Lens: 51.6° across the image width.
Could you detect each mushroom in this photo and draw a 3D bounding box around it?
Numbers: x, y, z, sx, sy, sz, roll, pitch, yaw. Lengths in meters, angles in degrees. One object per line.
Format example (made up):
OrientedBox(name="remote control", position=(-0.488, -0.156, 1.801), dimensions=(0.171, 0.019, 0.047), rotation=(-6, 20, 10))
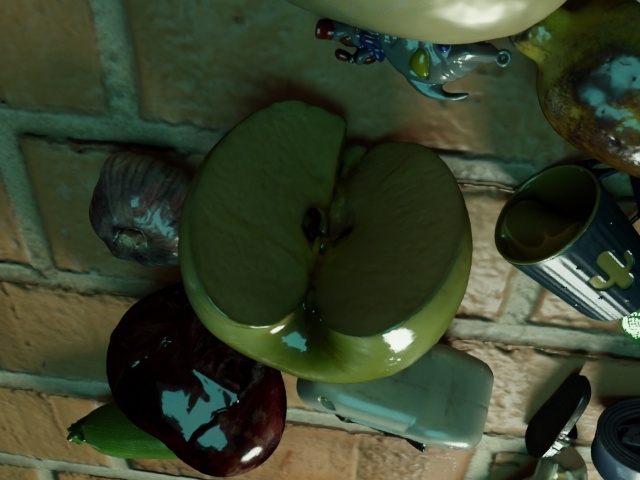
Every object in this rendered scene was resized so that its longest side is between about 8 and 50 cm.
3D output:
OrientedBox(name="mushroom", position=(0.343, 0.473, 1.159), dimensions=(0.123, 0.095, 0.351), rotation=(35, 126, 2))

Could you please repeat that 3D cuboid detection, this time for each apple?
OrientedBox(name="apple", position=(0.004, 0.013, 0.714), dimensions=(0.295, 0.257, 0.233), rotation=(12, 145, 1))

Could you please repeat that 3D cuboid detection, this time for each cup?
OrientedBox(name="cup", position=(0.312, -0.005, 0.755), dimensions=(0.155, 0.131, 0.176), rotation=(38, 100, -27))

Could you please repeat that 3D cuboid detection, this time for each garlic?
OrientedBox(name="garlic", position=(-0.213, -0.029, 0.816), dimensions=(0.147, 0.102, 0.159), rotation=(-1, 130, 8))

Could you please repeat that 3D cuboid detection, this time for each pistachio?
OrientedBox(name="pistachio", position=(0.074, -0.257, 0.527), dimensions=(0.299, 0.187, 0.187), rotation=(5, 130, 0))

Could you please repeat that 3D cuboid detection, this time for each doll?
OrientedBox(name="doll", position=(0.092, -0.202, 0.652), dimensions=(0.195, 0.062, 0.104), rotation=(15, 92, 5))

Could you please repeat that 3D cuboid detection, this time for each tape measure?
OrientedBox(name="tape measure", position=(0.100, 0.204, 0.886), dimensions=(0.265, 0.130, 0.258), rotation=(15, 166, 4))

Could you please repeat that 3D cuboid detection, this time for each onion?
OrientedBox(name="onion", position=(-0.156, 0.185, 0.888), dimensions=(0.281, 0.221, 0.280), rotation=(1, 93, 23))

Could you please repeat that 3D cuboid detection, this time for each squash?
OrientedBox(name="squash", position=(-0.238, 0.307, 1.098), dimensions=(0.395, 0.107, 0.107), rotation=(-9, 128, 14))

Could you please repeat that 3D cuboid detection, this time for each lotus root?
OrientedBox(name="lotus root", position=(0.312, -0.142, 0.615), dimensions=(0.314, 0.141, 0.169), rotation=(18, 128, -6))

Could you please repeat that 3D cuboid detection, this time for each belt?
OrientedBox(name="belt", position=(0.497, 0.304, 0.959), dimensions=(0.190, 0.141, 0.082), rotation=(-3, 130, 7))

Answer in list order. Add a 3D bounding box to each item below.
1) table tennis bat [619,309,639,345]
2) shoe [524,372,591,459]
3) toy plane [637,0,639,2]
OrientedBox(name="table tennis bat", position=(0.495, 0.063, 0.831), dimensions=(0.160, 0.039, 0.257), rotation=(21, 135, -8))
OrientedBox(name="shoe", position=(0.373, 0.275, 1.005), dimensions=(0.049, 0.071, 0.179), rotation=(14, 126, -8))
OrientedBox(name="toy plane", position=(0.338, -0.241, 0.500), dimensions=(0.245, 0.244, 0.117), rotation=(16, 164, -5))
